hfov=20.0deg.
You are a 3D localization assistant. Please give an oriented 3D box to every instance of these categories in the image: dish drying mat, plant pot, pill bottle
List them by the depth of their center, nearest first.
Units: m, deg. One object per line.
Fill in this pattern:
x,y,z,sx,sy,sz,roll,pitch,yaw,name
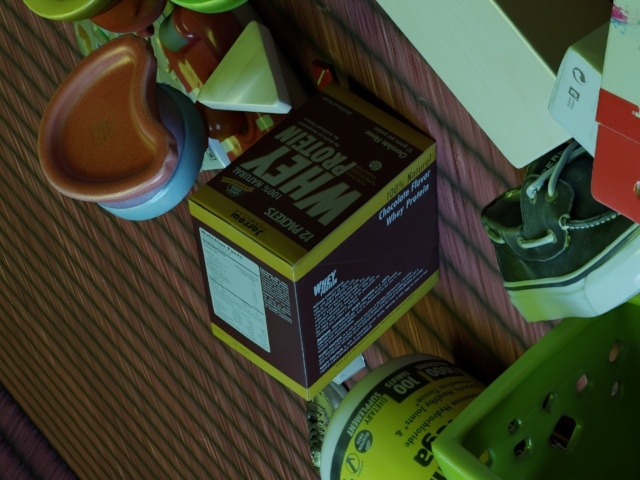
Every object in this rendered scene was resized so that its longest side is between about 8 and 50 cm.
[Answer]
0.255,0.201,1.407,0.227,0.228,0.207,33,154,43,plant pot
0.166,0.253,1.691,0.334,0.188,0.188,32,147,45,pill bottle
0.012,-0.131,1.719,0.032,0.008,0.083,25,142,50,dish drying mat

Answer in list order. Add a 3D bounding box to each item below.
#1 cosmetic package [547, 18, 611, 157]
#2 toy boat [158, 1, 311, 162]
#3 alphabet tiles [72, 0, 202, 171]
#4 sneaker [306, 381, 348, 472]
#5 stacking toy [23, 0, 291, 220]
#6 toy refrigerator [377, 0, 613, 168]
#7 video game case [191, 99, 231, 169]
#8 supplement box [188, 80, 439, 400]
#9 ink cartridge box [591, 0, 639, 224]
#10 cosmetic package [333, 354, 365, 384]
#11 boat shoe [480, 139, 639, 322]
0.269,-0.056,1.162,0.231,0.117,0.085,49,157,21,cosmetic package
-0.101,-0.120,1.776,0.231,0.151,0.151,58,158,-3,toy boat
-0.216,-0.234,1.987,0.285,0.011,0.342,45,152,40,alphabet tiles
0.018,0.236,2.119,0.188,0.071,0.066,61,157,-13,sneaker
-0.126,-0.179,1.664,0.130,0.279,0.309,24,-125,-57,stacking toy
0.107,-0.193,1.287,0.269,0.094,0.102,50,148,-4,toy refrigerator
-0.167,-0.150,2.043,0.157,0.019,0.143,61,158,-13,video game case
0.000,0.000,1.664,0.129,0.191,0.194,33,149,29,supplement box
0.236,-0.112,1.029,0.134,0.078,0.231,35,128,47,ink cartridge box
-0.004,0.113,2.038,0.115,0.041,0.060,24,141,52,cosmetic package
0.195,-0.016,1.356,0.119,0.121,0.335,53,159,-1,boat shoe
